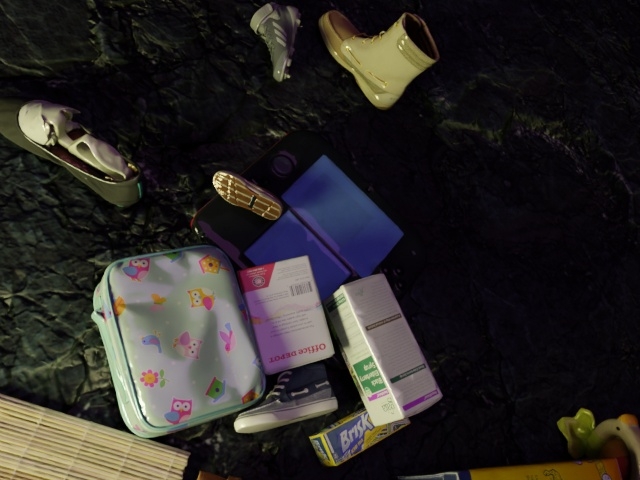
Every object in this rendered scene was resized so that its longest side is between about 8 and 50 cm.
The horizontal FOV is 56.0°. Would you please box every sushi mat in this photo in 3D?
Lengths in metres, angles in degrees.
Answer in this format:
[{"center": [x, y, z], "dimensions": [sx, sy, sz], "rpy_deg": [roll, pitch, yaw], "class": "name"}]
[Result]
[{"center": [-0.351, 0.327, 0.841], "dimensions": [0.317, 0.019, 0.151], "rpy_deg": [24, 58, -16], "class": "sushi mat"}]

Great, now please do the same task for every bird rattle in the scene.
[{"center": [0.560, 0.445, 1.168], "dimensions": [0.143, 0.206, 0.253], "rpy_deg": [14, 52, -2], "class": "bird rattle"}]

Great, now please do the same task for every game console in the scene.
[{"center": [0.000, 0.000, 1.147], "dimensions": [0.386, 0.060, 0.342], "rpy_deg": [45, 55, -3], "class": "game console"}]

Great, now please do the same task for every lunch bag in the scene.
[{"center": [-0.225, 0.148, 0.933], "dimensions": [0.224, 0.108, 0.279], "rpy_deg": [-12, 74, -29], "class": "lunch bag"}]

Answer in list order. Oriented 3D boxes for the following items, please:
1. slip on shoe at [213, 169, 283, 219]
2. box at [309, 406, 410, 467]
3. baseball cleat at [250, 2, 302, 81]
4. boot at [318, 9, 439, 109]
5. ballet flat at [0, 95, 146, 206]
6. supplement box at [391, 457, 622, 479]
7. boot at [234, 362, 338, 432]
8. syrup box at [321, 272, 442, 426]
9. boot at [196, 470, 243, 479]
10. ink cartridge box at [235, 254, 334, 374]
[{"center": [-0.127, -0.084, 1.076], "dimensions": [0.136, 0.051, 0.041], "rpy_deg": [26, 25, -4], "class": "slip on shoe"}, {"center": [0.069, 0.327, 1.040], "dimensions": [0.169, 0.054, 0.059], "rpy_deg": [-18, 77, -32], "class": "box"}, {"center": [-0.102, -0.425, 1.287], "dimensions": [0.110, 0.072, 0.205], "rpy_deg": [13, 58, -7], "class": "baseball cleat"}, {"center": [0.125, -0.441, 1.318], "dimensions": [0.095, 0.203, 0.261], "rpy_deg": [-35, 88, -35], "class": "boot"}, {"center": [-0.403, -0.164, 0.984], "dimensions": [0.281, 0.096, 0.095], "rpy_deg": [33, 57, -11], "class": "ballet flat"}, {"center": [0.328, 0.483, 1.021], "dimensions": [0.357, 0.194, 0.195], "rpy_deg": [7, 66, -26], "class": "supplement box"}, {"center": [-0.064, 0.259, 1.000], "dimensions": [0.190, 0.069, 0.086], "rpy_deg": [-1, 62, -37], "class": "boot"}, {"center": [0.101, 0.187, 1.034], "dimensions": [0.096, 0.093, 0.236], "rpy_deg": [-15, 73, -32], "class": "syrup box"}, {"center": [-0.119, 0.484, 0.845], "dimensions": [0.220, 0.109, 0.283], "rpy_deg": [23, 70, -9], "class": "boot"}, {"center": [-0.065, 0.126, 1.013], "dimensions": [0.128, 0.072, 0.175], "rpy_deg": [-12, 82, -20], "class": "ink cartridge box"}]
